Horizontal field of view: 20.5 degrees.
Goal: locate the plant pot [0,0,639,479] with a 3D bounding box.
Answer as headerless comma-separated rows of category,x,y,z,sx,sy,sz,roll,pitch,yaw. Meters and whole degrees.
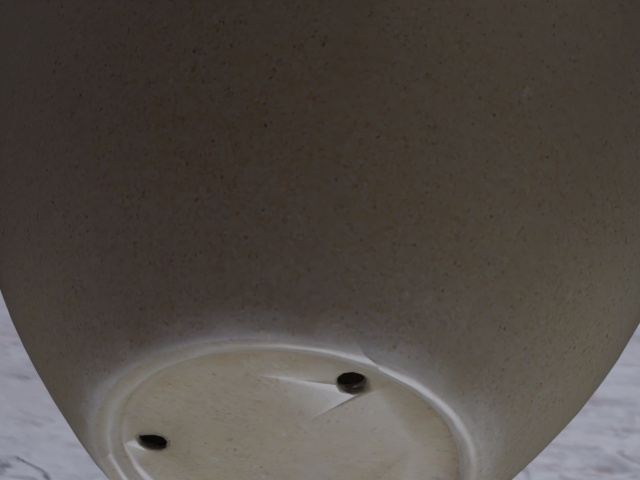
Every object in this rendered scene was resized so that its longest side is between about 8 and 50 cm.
plant pot,0.000,0.000,0.636,0.284,0.191,0.284,4,139,3
